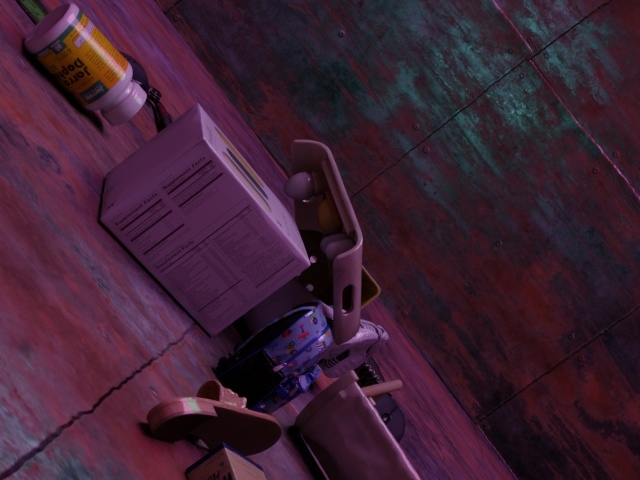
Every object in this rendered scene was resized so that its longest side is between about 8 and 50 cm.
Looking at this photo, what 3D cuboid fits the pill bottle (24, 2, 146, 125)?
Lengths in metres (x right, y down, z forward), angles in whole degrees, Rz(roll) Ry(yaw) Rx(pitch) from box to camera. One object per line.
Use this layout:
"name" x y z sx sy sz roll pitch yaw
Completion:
"pill bottle" -0.408 -0.305 1.621 0.208 0.118 0.117 49 8 -32

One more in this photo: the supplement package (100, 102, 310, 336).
"supplement package" -0.181 -0.035 1.445 0.262 0.198 0.199 50 7 -25

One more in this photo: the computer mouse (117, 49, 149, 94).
"computer mouse" -0.424 -0.361 1.989 0.184 0.060 0.262 56 7 30

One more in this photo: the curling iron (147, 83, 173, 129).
"curling iron" -0.367 -0.284 2.106 0.068 0.035 0.274 42 12 -40

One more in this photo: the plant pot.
"plant pot" -0.037 0.076 1.884 0.212 0.212 0.187 52 -3 -11

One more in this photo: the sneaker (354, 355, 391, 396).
"sneaker" 0.099 0.297 2.097 0.222 0.083 0.118 46 10 -49

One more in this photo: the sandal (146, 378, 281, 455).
"sandal" -0.129 0.200 1.111 0.240 0.088 0.079 32 28 -57

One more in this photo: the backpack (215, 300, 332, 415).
"backpack" -0.051 0.173 1.389 0.117 0.173 0.158 53 6 2

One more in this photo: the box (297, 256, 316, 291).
"box" -0.039 0.102 2.117 0.130 0.091 0.170 52 8 -9

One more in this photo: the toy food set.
"toy food set" 0.000 0.000 1.586 0.219 0.092 0.306 89 -11 -45

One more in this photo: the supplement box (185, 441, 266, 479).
"supplement box" -0.096 0.287 1.026 0.083 0.056 0.083 46 10 -45

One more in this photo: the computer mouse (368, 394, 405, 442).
"computer mouse" 0.137 0.388 1.956 0.188 0.072 0.272 52 7 1

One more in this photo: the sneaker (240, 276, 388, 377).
"sneaker" -0.021 0.137 1.698 0.366 0.137 0.210 7 43 -57

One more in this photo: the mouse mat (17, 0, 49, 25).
"mouse mat" -0.533 -0.419 1.813 0.189 0.007 0.152 51 8 -10

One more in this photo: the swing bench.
"swing bench" 0.097 0.364 1.491 0.253 0.165 0.255 57 13 22
